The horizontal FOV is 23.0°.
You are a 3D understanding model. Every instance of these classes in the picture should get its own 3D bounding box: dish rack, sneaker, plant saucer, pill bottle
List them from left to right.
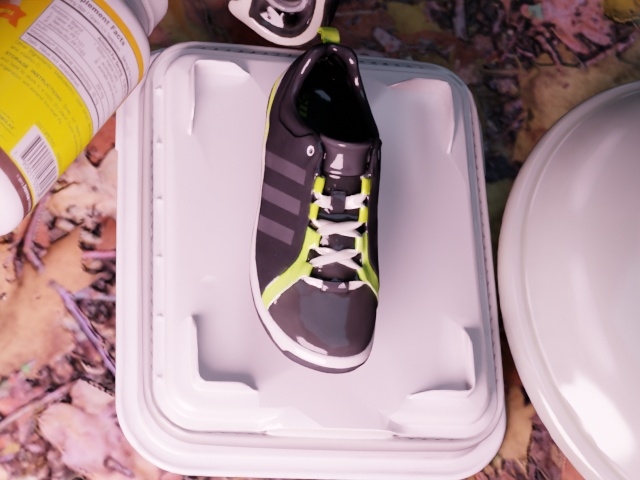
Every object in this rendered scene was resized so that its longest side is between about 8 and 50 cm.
[{"bbox_3d":[-0.198,-0.114,1.088,0.117,0.117,0.215,35,62,2],"label":"pill bottle"},{"bbox_3d":[-0.002,-0.031,1.038,0.084,0.097,0.235,0,67,-15],"label":"sneaker"},{"bbox_3d":[0.000,0.000,1.121,0.285,0.072,0.333,4,66,-15],"label":"dish rack"},{"bbox_3d":[0.329,0.040,1.157,0.400,0.100,0.401,8,65,-18],"label":"plant saucer"}]

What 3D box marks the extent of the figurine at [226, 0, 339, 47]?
[{"bbox_3d":[-0.059,-0.267,1.206,0.214,0.092,0.209,21,49,7],"label":"figurine"}]
